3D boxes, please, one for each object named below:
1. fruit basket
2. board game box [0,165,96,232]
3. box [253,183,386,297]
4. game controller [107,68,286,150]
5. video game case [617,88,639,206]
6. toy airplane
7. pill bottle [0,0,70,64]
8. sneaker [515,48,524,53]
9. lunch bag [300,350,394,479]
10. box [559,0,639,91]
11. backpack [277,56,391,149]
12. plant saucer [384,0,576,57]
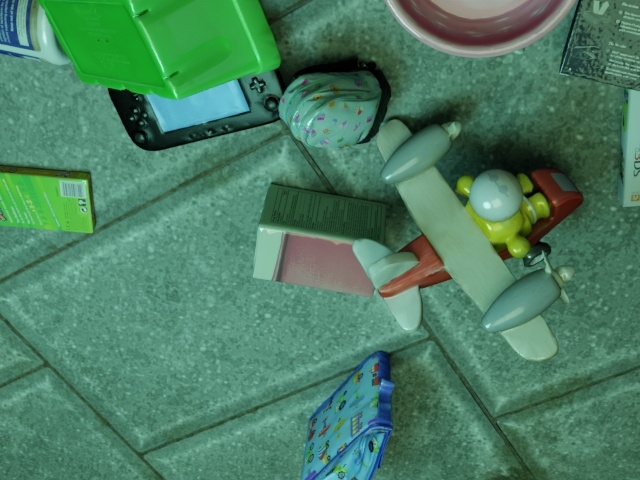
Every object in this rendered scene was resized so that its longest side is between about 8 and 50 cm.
[{"bbox_3d":[-0.201,-0.403,1.372,0.392,0.392,0.283,-14,123,15],"label":"fruit basket"},{"bbox_3d":[-0.576,-0.083,1.781,0.260,0.039,0.124,3,124,0],"label":"board game box"},{"bbox_3d":[0.000,0.000,1.710,0.232,0.148,0.126,10,126,0],"label":"box"},{"bbox_3d":[-0.215,-0.257,1.588,0.319,0.067,0.166,-11,128,20],"label":"game controller"},{"bbox_3d":[0.662,-0.181,1.574,0.270,0.061,0.244,-4,125,8],"label":"video game case"},{"bbox_3d":[0.244,-0.019,1.526,0.386,0.384,0.272,19,149,2],"label":"toy airplane"},{"bbox_3d":[-0.528,-0.384,1.489,0.265,0.153,0.153,12,125,9],"label":"pill bottle"},{"bbox_3d":[0.320,-0.358,1.499,0.098,0.038,0.069,39,120,-20],"label":"sneaker"},{"bbox_3d":[0.077,0.387,1.924,0.138,0.221,0.293,21,124,-9],"label":"lunch bag"},{"bbox_3d":[0.481,-0.335,1.451,0.156,0.093,0.158,15,126,9],"label":"box"},{"bbox_3d":[0.023,-0.225,1.539,0.182,0.115,0.152,-5,129,-35],"label":"backpack"},{"bbox_3d":[0.248,-0.452,1.398,0.332,0.084,0.332,4,118,7],"label":"plant saucer"}]
